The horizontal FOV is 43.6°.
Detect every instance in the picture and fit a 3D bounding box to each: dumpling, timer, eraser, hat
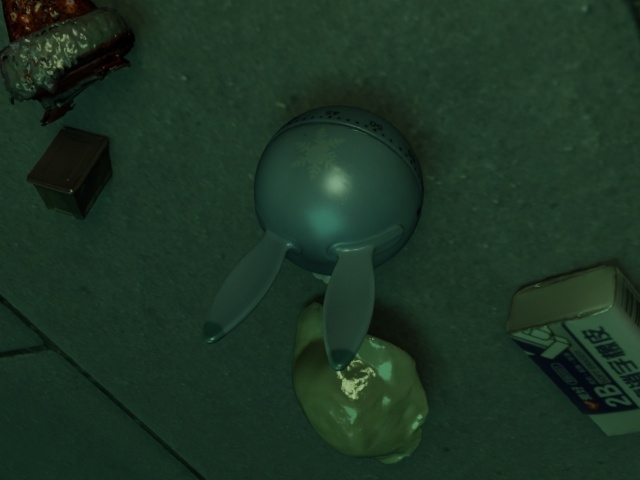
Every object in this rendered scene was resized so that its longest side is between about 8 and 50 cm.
[{"bbox_3d":[0.052,0.186,0.991,0.162,0.132,0.250,-5,118,41],"label":"dumpling"},{"bbox_3d":[0.006,0.000,0.727,0.175,0.256,0.175,12,162,4],"label":"timer"},{"bbox_3d":[0.308,0.124,0.848,0.124,0.068,0.210,-23,123,40],"label":"eraser"},{"bbox_3d":[-0.267,-0.229,0.726,0.140,0.129,0.227,0,121,59],"label":"hat"}]

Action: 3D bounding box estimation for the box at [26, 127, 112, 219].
[{"bbox_3d":[-0.277,-0.072,0.896,0.060,0.085,0.063,15,145,8],"label":"box"}]
